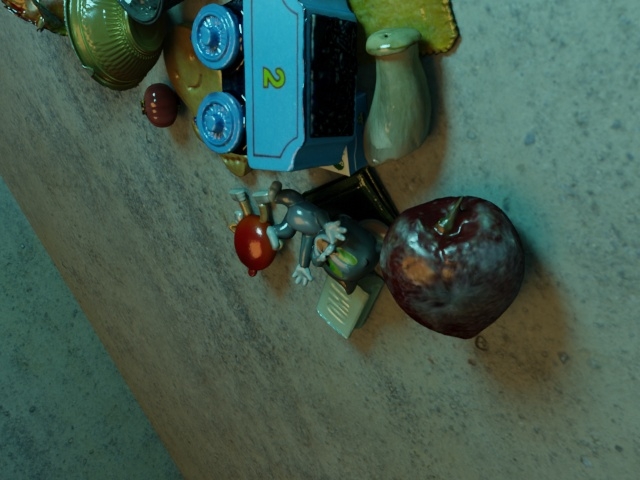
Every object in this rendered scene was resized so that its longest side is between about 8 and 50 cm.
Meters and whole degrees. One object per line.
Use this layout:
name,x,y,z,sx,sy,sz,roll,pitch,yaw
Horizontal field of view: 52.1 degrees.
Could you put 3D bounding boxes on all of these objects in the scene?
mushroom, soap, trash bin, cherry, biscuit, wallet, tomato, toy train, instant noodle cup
mushroom,0.126,-0.225,1.058,0.108,0.096,0.247,21,140,22
soap,0.062,0.125,1.476,0.114,0.063,0.198,41,144,19
trash bin,-0.293,-0.515,1.233,0.175,0.161,0.175,31,139,32
cherry,0.220,0.047,1.090,0.230,0.203,0.300,-11,128,9
biscuit,0.095,-0.393,1.021,0.237,0.013,0.232,6,124,46
wallet,0.056,-0.051,1.341,0.236,0.055,0.160,-16,114,53
tomato,-0.567,-0.581,1.471,0.309,0.309,0.170,45,115,12
biscuit,-0.234,-0.308,1.447,0.275,0.052,0.355,-13,110,53
toy train,-0.070,-0.275,1.089,0.265,0.188,0.300,9,106,36
instant noodle cup,-0.392,-0.445,1.343,0.090,0.274,0.274,4,126,24

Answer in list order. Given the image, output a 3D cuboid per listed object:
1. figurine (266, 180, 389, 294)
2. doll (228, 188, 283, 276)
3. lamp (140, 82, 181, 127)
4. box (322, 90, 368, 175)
figurine,-0.001,-0.003,1.285,0.265,0.140,0.193,40,120,16
doll,-0.154,-0.017,1.591,0.183,0.085,0.217,7,108,44
lamp,-0.383,-0.324,1.571,0.107,0.092,0.107,172,90,-78
box,-0.002,-0.216,1.237,0.194,0.073,0.139,21,133,38
